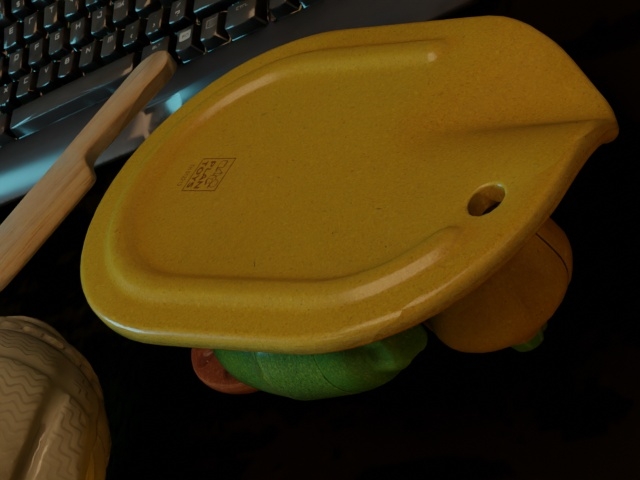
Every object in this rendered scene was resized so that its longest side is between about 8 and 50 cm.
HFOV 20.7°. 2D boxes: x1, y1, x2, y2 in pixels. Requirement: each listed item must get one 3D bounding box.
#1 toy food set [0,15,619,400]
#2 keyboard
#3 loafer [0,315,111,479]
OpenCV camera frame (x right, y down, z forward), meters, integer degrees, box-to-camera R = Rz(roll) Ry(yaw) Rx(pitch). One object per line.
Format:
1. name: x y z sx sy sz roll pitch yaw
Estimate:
1. toy food set: 0.000 0.000 0.545 0.218 0.071 0.128 2 50 44
2. keyboard: -0.058 -0.132 0.682 0.317 0.033 0.201 -19 59 38
3. loafer: -0.163 0.171 0.609 0.319 0.112 0.111 -58 7 9
